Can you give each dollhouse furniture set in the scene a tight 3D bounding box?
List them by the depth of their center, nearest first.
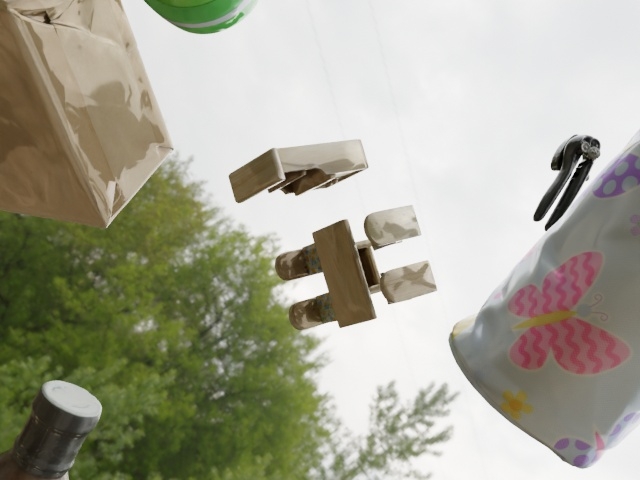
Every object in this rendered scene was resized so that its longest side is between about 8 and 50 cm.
[{"bbox_3d":[0.000,0.000,1.022,0.212,0.161,0.242,-23,-98,50],"label":"dollhouse furniture set"}]

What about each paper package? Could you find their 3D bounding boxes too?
[{"bbox_3d":[-0.391,-0.191,0.944,0.324,0.168,0.309,9,-44,24],"label":"paper package"}]

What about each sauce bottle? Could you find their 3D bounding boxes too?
[{"bbox_3d":[-0.345,0.317,0.827,0.111,0.344,0.111,29,8,-4],"label":"sauce bottle"}]

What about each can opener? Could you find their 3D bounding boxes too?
[{"bbox_3d":[0.391,-0.092,1.203,0.059,0.186,0.073,30,-20,-5],"label":"can opener"}]

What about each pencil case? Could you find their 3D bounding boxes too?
[{"bbox_3d":[0.194,-0.002,0.432,0.113,0.273,0.124,24,20,-43],"label":"pencil case"}]

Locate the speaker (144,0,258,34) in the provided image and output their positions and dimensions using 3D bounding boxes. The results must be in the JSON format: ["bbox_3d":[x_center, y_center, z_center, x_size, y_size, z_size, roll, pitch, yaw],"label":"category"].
[{"bbox_3d":[-0.132,-0.288,0.603,0.131,0.131,0.296,49,-3,19],"label":"speaker"}]
